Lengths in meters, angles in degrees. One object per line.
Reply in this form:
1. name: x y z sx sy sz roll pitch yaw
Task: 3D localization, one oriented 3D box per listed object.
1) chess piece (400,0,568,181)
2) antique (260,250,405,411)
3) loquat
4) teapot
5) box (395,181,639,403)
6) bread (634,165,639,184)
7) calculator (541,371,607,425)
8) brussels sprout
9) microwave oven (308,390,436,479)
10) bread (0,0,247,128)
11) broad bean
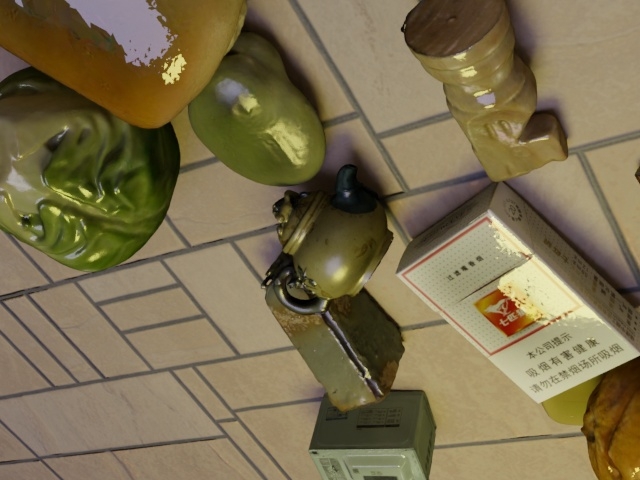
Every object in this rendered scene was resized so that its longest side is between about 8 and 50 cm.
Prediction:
1. chess piece: 0.225 -0.188 1.259 0.137 0.137 0.301 -7 142 28
2. antique: 0.016 0.140 1.647 0.125 0.150 0.284 -23 112 38
3. loquat: 0.555 0.297 1.487 0.283 0.276 0.276 -11 131 0
4. teapot: 0.000 0.000 1.475 0.182 0.173 0.269 33 119 -3
5. box: 0.306 0.085 1.473 0.330 0.095 0.210 43 131 -11
6. bread: 0.467 -0.071 1.316 0.047 0.036 0.083 -19 124 32
7. calculator: 0.444 0.248 1.637 0.157 0.033 0.237 -3 130 24
8. brussels sprout: -0.375 -0.118 1.412 0.281 0.354 0.289 36 107 25
9. microwave oven: 0.102 0.380 1.818 0.208 0.162 0.122 -5 131 21
10. bread: -0.278 -0.334 1.199 0.376 0.253 0.348 34 125 -9
11. broad bean: -0.097 -0.170 1.392 0.189 0.121 0.263 -11 130 24
